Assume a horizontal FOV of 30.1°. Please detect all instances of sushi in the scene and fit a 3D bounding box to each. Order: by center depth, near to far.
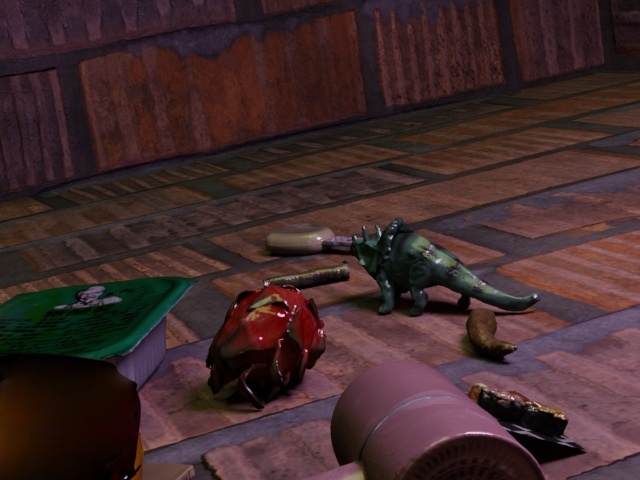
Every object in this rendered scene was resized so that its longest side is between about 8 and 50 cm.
[{"bbox_3d":[0.170,0.148,1.093,0.120,0.026,0.126,16,5,-18],"label":"sushi"}]

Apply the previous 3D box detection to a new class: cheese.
[{"bbox_3d":[0.000,0.000,1.958,0.192,0.037,0.097,4,20,44],"label":"cheese"}]

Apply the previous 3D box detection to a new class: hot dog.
[{"bbox_3d":[-0.244,0.202,1.002,0.194,0.107,0.326,5,14,5],"label":"hot dog"}]

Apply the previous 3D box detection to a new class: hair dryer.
[{"bbox_3d":[-0.025,0.203,0.913,0.352,0.125,0.210,-14,12,-9],"label":"hair dryer"}]

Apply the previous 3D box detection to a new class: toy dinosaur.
[{"bbox_3d":[0.140,0.057,1.547,0.079,0.120,0.292,-7,31,-46],"label":"toy dinosaur"}]

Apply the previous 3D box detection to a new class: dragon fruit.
[{"bbox_3d":[-0.060,0.116,1.337,0.121,0.130,0.142,38,50,14],"label":"dragon fruit"}]

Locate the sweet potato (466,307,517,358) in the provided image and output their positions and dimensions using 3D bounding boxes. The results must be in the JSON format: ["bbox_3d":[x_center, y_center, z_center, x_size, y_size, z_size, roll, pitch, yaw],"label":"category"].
[{"bbox_3d":[0.189,0.105,1.370,0.041,0.038,0.153,-32,14,4],"label":"sweet potato"}]

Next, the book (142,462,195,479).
[{"bbox_3d":[-0.219,0.250,1.075,0.138,0.016,0.198,-4,14,25],"label":"book"}]

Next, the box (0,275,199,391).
[{"bbox_3d":[-0.298,0.141,1.405,0.264,0.106,0.337,-6,13,12],"label":"box"}]

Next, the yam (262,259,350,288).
[{"bbox_3d":[-0.022,0.054,1.755,0.129,0.027,0.033,-9,52,-7],"label":"yam"}]
